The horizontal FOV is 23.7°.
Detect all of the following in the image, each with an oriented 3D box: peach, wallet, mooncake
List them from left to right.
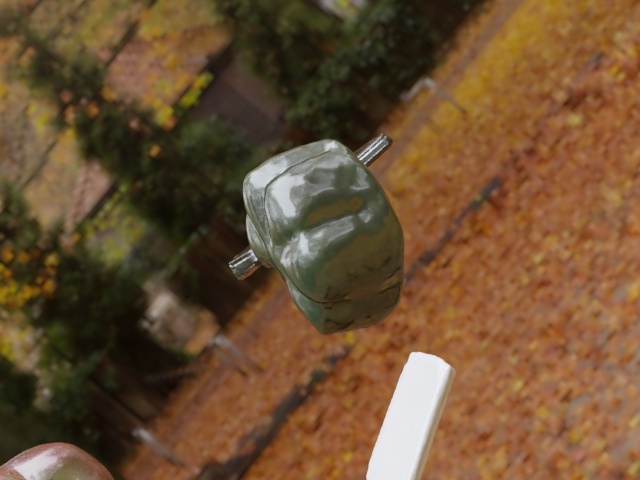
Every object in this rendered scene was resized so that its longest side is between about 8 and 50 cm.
[{"bbox_3d":[-0.266,0.258,1.390,0.152,0.152,0.152,-50,4,5],"label":"peach"},{"bbox_3d":[0.000,0.000,1.365,0.104,0.168,0.175,-26,12,-19],"label":"mooncake"},{"bbox_3d":[0.113,0.231,1.903,0.124,0.032,0.182,7,76,69],"label":"wallet"}]

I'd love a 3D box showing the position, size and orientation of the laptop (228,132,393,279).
[{"bbox_3d":[-0.013,-0.039,1.691,0.207,0.026,0.154,-43,2,-13],"label":"laptop"}]
